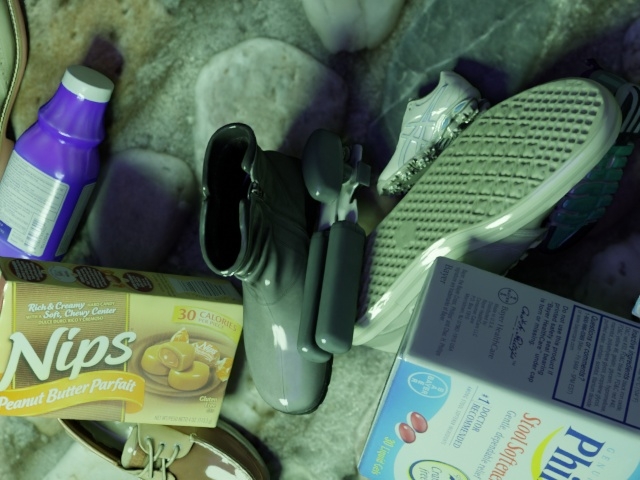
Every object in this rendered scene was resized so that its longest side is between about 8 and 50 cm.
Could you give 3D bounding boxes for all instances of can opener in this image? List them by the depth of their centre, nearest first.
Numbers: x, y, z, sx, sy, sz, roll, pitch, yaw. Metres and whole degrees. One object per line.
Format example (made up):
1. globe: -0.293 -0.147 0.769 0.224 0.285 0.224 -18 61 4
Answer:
1. can opener: 0.000 0.000 1.609 0.076 0.095 0.283 -28 45 47

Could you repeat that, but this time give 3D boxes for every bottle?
1. bottle: -0.358 -0.097 1.815 0.118 0.092 0.283 31 112 14

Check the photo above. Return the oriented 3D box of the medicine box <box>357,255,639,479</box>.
1. medicine box: 0.216 0.189 1.504 0.289 0.149 0.263 19 142 4

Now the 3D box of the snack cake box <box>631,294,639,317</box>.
1. snack cake box: 0.441 -0.030 1.450 0.089 0.152 0.264 27 110 16

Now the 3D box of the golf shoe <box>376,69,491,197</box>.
1. golf shoe: 0.123 -0.128 1.627 0.176 0.069 0.086 -45 62 22

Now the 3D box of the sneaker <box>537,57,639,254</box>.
1. sneaker: 0.295 -0.094 1.556 0.098 0.083 0.224 46 119 38

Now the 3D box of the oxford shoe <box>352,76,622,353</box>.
1. oxford shoe: 0.184 -0.018 1.555 0.130 0.169 0.449 26 127 -28

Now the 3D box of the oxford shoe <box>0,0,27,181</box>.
1. oxford shoe: -0.491 -0.216 1.817 0.140 0.146 0.397 7 103 25

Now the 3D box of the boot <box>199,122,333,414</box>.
1. boot: -0.078 0.043 1.610 0.118 0.222 0.338 -10 82 17

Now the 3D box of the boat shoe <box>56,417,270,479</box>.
1. boat shoe: -0.223 0.281 1.824 0.324 0.116 0.123 24 110 17

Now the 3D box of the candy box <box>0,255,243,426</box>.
1. candy box: -0.268 0.132 1.723 0.316 0.087 0.183 8 109 -25
